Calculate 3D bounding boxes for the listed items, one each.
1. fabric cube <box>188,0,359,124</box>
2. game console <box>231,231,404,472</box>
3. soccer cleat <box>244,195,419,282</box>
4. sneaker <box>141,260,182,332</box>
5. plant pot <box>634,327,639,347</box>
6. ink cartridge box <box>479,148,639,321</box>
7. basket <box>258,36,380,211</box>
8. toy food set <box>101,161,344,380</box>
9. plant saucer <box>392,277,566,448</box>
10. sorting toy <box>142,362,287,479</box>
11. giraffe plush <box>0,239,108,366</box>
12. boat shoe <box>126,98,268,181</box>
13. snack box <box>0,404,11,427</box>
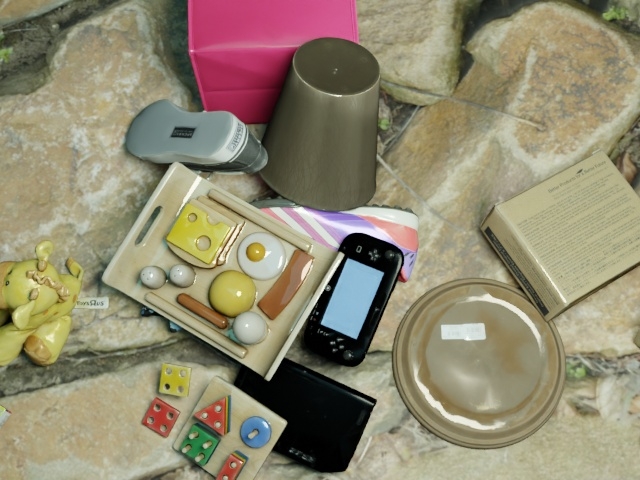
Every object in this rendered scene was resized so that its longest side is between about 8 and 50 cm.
[{"bbox_3d":[-0.075,-0.356,1.501,0.258,0.259,0.254,-4,71,-1],"label":"fabric cube"},{"bbox_3d":[0.007,0.158,1.390,0.213,0.044,0.361,22,87,10],"label":"game console"},{"bbox_3d":[0.000,0.000,1.461,0.318,0.108,0.116,4,75,-2],"label":"soccer cleat"},{"bbox_3d":[-0.270,0.084,1.447,0.162,0.063,0.073,39,78,12],"label":"sneaker"},{"bbox_3d":[0.555,0.140,1.423,0.096,0.109,0.109,25,72,20],"label":"plant pot"},{"bbox_3d":[0.408,-0.010,1.459,0.235,0.088,0.193,-26,73,-20],"label":"ink cartridge box"},{"bbox_3d":[0.006,-0.180,1.374,0.204,0.227,0.154,23,52,9],"label":"basket"},{"bbox_3d":[-0.148,0.042,1.366,0.306,0.092,0.219,30,85,10],"label":"toy food set"},{"bbox_3d":[0.253,0.187,1.432,0.278,0.041,0.277,0,71,0],"label":"plant saucer"},{"bbox_3d":[-0.149,0.290,1.360,0.275,0.046,0.132,32,97,10],"label":"sorting toy"},{"bbox_3d":[-0.445,0.089,1.384,0.210,0.170,0.181,-17,72,-7],"label":"giraffe plush"},{"bbox_3d":[-0.201,-0.159,1.471,0.306,0.105,0.113,6,69,45],"label":"boat shoe"},{"bbox_3d":[-0.557,0.293,1.382,0.100,0.037,0.141,30,73,10],"label":"snack box"}]
